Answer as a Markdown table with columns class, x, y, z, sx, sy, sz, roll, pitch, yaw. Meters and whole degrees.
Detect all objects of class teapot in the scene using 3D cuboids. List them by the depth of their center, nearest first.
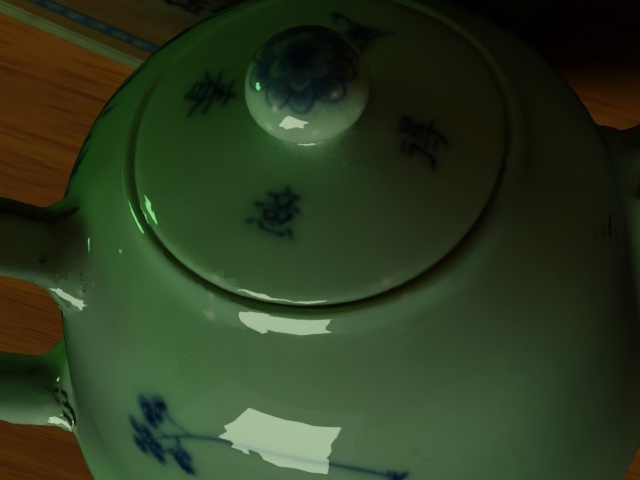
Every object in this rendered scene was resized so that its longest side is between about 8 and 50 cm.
| class | x | y | z | sx | sy | sz | roll | pitch | yaw |
| --- | --- | --- | --- | --- | --- | --- | --- | --- | --- |
| teapot | 0.000 | 0.000 | 0.419 | 0.232 | 0.159 | 0.159 | -13 | 160 | 0 |

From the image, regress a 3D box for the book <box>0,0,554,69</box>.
| class | x | y | z | sx | sy | sz | roll | pitch | yaw |
| --- | --- | --- | --- | --- | --- | --- | --- | --- | --- |
| book | -0.025 | -0.088 | 0.435 | 0.170 | 0.018 | 0.241 | 22 | 162 | -15 |
